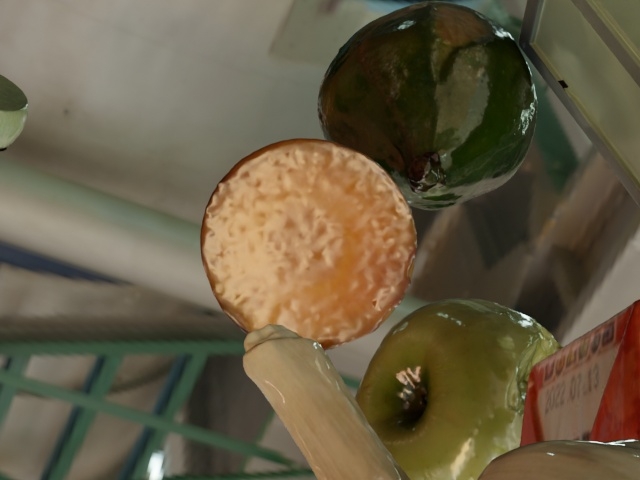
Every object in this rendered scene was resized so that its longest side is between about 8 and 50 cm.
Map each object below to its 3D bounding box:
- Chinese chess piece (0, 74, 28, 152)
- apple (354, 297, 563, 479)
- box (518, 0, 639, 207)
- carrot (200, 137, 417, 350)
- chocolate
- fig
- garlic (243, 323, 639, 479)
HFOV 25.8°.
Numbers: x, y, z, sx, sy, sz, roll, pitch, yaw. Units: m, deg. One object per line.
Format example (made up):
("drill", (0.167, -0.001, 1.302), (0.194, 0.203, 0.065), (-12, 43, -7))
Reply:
("Chinese chess piece", (-0.247, -0.096, 0.982), (0.034, 0.084, 0.084), (-62, -160, 21))
("apple", (0.167, 0.202, 1.510), (0.279, 0.279, 0.279), (-56, -157, 39))
("box", (0.262, -0.146, 1.162), (0.129, 0.086, 0.225), (93, -28, -54))
("carrot", (0.000, 0.000, 1.111), (0.225, 0.159, 0.159), (-24, 135, -84))
("chocolate", (0.275, 0.115, 0.947), (0.235, 0.237, 0.108), (122, -30, -70))
("fig", (0.091, -0.098, 1.217), (0.195, 0.195, 0.245), (-56, -164, 37))
("garlic", (0.041, 0.116, 0.478), (0.199, 0.226, 0.199), (-41, 164, -14))
